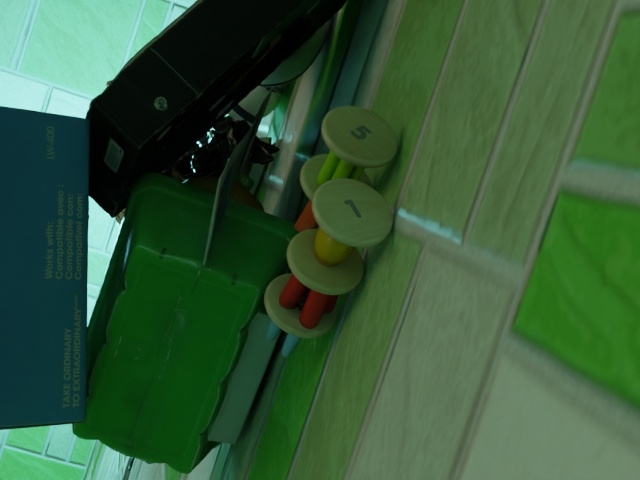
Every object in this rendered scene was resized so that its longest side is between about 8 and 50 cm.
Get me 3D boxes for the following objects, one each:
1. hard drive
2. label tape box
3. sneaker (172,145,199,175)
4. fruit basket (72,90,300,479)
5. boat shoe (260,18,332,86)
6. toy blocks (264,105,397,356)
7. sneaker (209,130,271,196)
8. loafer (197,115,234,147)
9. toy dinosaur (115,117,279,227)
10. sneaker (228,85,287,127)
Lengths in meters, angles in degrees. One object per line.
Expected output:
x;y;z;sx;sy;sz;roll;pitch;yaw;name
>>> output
-0.078;-0.177;1.029;0.339;0.064;0.237;-45;2;-19;hard drive
-0.243;0.027;0.912;0.334;0.106;0.240;168;103;-71;label tape box
-0.255;-0.051;2.055;0.135;0.098;0.276;160;128;-80;sneaker
-0.106;0.046;1.073;0.353;0.166;0.327;-63;-5;-72;fruit basket
-0.042;-0.263;1.326;0.335;0.121;0.119;-85;-5;-48;boat shoe
0.000;0.000;0.771;0.148;0.054;0.123;118;165;-46;toy blocks
-0.130;-0.056;1.448;0.064;0.086;0.192;-98;28;-67;sneaker
-0.160;-0.173;1.923;0.061;0.062;0.170;69;159;0;loafer
-0.186;-0.054;1.350;0.164;0.322;0.218;-26;-27;-55;toy dinosaur
-0.074;-0.226;1.504;0.095;0.090;0.235;-49;20;22;sneaker
